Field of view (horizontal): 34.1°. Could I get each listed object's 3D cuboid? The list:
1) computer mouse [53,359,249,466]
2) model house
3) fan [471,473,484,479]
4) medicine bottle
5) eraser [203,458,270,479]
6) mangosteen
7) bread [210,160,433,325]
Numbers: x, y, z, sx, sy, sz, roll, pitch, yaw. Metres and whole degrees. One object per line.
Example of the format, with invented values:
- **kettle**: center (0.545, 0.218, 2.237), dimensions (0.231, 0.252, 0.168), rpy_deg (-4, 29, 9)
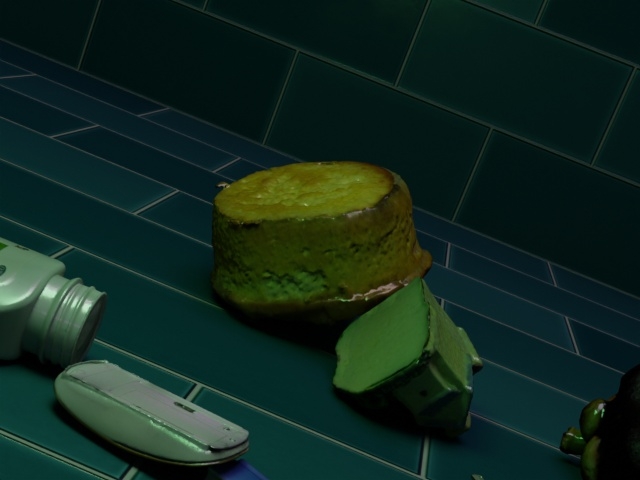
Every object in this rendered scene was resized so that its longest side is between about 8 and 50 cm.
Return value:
- **computer mouse**: center (-0.201, 0.212, 1.232), dimensions (0.245, 0.056, 0.126), rpy_deg (21, 11, 19)
- **model house**: center (0.151, 0.211, 1.627), dimensions (0.189, 0.195, 0.214), rpy_deg (42, 21, -22)
- **fan**: center (0.288, 0.400, 1.319), dimensions (0.223, 0.012, 0.294), rpy_deg (23, 14, 6)
- **medicine bottle**: center (-0.442, 0.057, 1.333), dimensions (0.324, 0.124, 0.179), rpy_deg (24, 21, 2)
- **eraser**: center (-0.083, 0.285, 1.192), dimensions (0.084, 0.027, 0.063), rpy_deg (29, 15, 33)
- **mangosteen**: center (0.523, 0.311, 1.631), dimensions (0.302, 0.275, 0.275), rpy_deg (-9, -4, 30)
- **bread**: center (0.000, 0.000, 1.841), dimensions (0.397, 0.215, 0.398), rpy_deg (-6, 21, 2)
